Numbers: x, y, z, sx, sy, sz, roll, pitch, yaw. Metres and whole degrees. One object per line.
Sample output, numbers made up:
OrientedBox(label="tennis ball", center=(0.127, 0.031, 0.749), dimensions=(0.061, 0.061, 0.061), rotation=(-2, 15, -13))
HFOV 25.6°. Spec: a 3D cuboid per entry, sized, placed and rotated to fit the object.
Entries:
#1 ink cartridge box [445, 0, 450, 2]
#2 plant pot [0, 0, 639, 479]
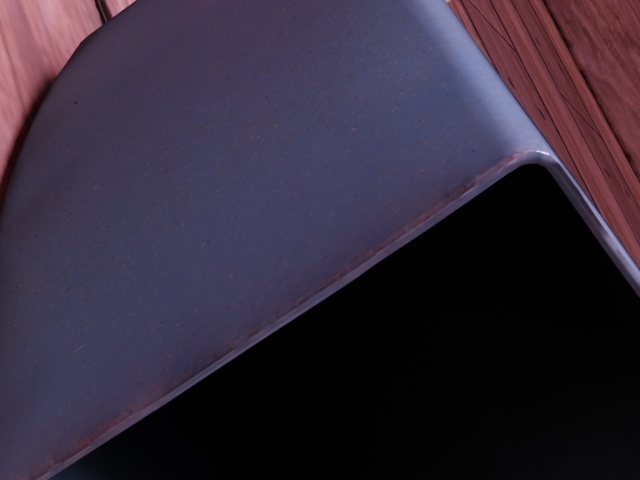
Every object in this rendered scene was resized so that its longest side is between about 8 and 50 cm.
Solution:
OrientedBox(label="ink cartridge box", center=(0.037, -0.231, 0.843), dimensions=(0.119, 0.207, 0.353), rotation=(52, 19, -19))
OrientedBox(label="plant pot", center=(0.000, 0.000, 0.450), dimensions=(0.166, 0.165, 0.234), rotation=(46, 16, -38))
